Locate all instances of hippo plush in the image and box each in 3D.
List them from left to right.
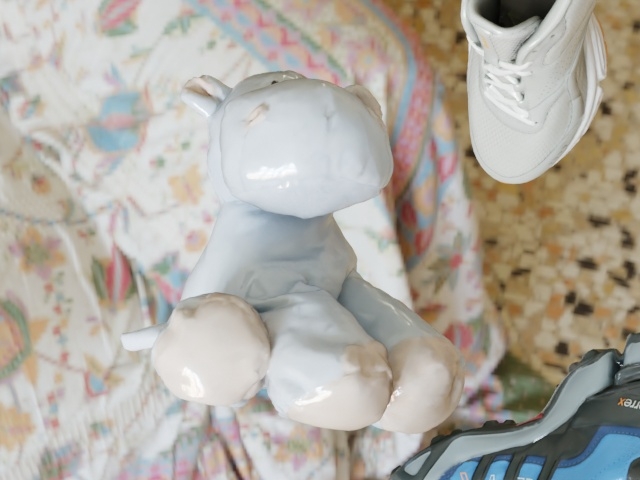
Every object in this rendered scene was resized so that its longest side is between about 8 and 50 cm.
[{"bbox_3d":[0.000,0.000,1.088,0.234,0.294,0.236,11,91,-12],"label":"hippo plush"}]

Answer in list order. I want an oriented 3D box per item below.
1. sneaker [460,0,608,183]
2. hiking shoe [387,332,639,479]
[{"bbox_3d":[0.121,-0.129,0.923,0.099,0.262,0.121,29,47,22],"label":"sneaker"},{"bbox_3d":[0.122,0.175,0.890,0.113,0.304,0.132,30,37,-23],"label":"hiking shoe"}]
